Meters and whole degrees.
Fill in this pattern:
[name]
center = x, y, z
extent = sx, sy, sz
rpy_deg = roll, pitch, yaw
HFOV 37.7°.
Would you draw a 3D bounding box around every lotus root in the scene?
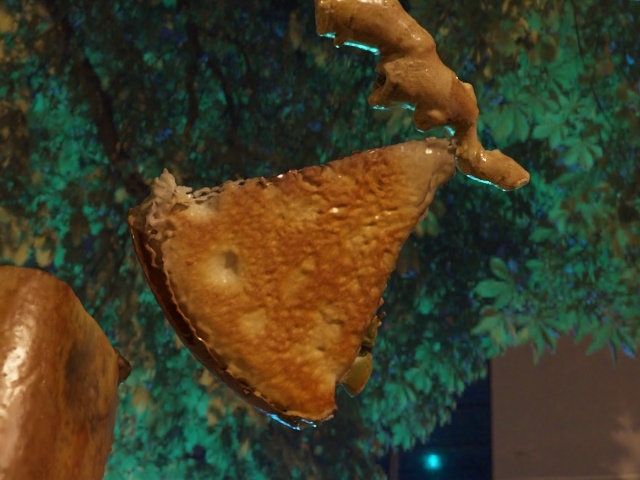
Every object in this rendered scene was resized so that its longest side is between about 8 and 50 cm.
[lotus root]
center = -0.199, 0.114, 0.431
extent = 0.188, 0.180, 0.199
rpy_deg = -15, -51, 7

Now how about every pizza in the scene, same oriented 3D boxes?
[pizza]
center = 0.000, 0.000, 0.541
extent = 0.195, 0.052, 0.185
rpy_deg = -39, -64, -11

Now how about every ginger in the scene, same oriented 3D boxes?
[ginger]
center = 0.098, -0.131, 0.862
extent = 0.288, 0.089, 0.075
rpy_deg = 43, -18, -33
